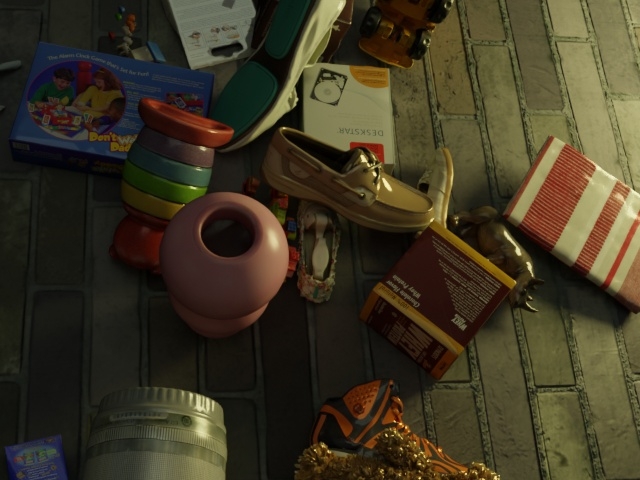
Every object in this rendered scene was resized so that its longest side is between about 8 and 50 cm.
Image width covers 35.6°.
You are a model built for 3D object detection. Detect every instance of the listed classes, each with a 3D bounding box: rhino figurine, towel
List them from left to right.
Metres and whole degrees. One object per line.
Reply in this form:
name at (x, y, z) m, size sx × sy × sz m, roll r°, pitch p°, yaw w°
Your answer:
rhino figurine at (0.348, 0.035, 1.915) m, size 0.106 × 0.073 × 0.243 m, roll -26°, pitch 72°, yaw -18°
towel at (0.538, -0.035, 1.978) m, size 0.329 × 0.037 × 0.237 m, roll 35°, pitch 62°, yaw -2°

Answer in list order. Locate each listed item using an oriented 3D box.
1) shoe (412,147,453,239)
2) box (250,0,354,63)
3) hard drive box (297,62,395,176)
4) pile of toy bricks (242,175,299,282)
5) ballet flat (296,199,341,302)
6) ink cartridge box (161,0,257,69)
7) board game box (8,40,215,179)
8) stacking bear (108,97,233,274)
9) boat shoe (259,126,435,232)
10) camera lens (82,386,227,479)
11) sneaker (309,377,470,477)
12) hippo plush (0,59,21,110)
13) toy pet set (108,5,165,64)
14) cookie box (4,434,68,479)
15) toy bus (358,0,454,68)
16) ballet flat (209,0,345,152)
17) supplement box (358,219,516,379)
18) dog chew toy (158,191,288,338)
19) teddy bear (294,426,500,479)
shoe at (0.218, -0.090, 1.953) m, size 0.058 × 0.076 × 0.219 m, roll 12°, pitch 63°, yaw -9°
box at (-0.032, -0.497, 2.053) m, size 0.167 × 0.168 × 0.203 m, roll 15°, pitch 60°, yaw -15°
hard drive box at (0.049, -0.232, 1.990) m, size 0.181 × 0.089 × 0.232 m, roll 2°, pitch 63°, yaw -8°
pile of toy bricks at (-0.088, -0.039, 1.839) m, size 0.118 × 0.105 × 0.212 m, roll 14°, pitch 61°, yaw -24°
ballet flat at (0.000, 0.000, 1.867) m, size 0.091 × 0.077 × 0.241 m, roll 2°, pitch 62°, yaw -8°
ink cartridge box at (-0.227, -0.473, 2.099) m, size 0.181 × 0.056 × 0.224 m, roll -17°, pitch 86°, yaw -18°
board game box at (-0.393, -0.239, 1.919) m, size 0.347 × 0.078 × 0.233 m, roll 10°, pitch 62°, yaw -5°
stacking bear at (-0.285, -0.086, 1.777) m, size 0.175 × 0.164 × 0.289 m, roll 19°, pitch 101°, yaw -7°
boat shoe at (0.062, -0.111, 1.840) m, size 0.341 × 0.110 × 0.121 m, roll 17°, pitch 34°, yaw -8°
camera lens at (-0.258, 0.388, 1.537) m, size 0.219 × 0.219 × 0.274 m, roll 6°, pitch 62°, yaw -7°
sneaker at (0.148, 0.333, 1.694) m, size 0.321 × 0.124 × 0.180 m, roll 15°, pitch 62°, yaw -2°
hippo plush at (-0.735, -0.334, 1.816) m, size 0.294 × 0.236 × 0.234 m, roll 12°, pitch 61°, yaw -4°
toy pet set at (-0.360, -0.401, 1.991) m, size 0.065 × 0.122 × 0.114 m, roll -26°, pitch 86°, yaw -27°
cookie box at (-0.455, 0.379, 1.608) m, size 0.092 × 0.040 × 0.107 m, roll -10°, pitch 65°, yaw -15°
toy bus at (0.178, -0.507, 2.120) m, size 0.149 × 0.220 × 0.211 m, roll 21°, pitch 30°, yaw -12°
ballet flat at (-0.072, -0.329, 1.922) m, size 0.139 × 0.400 × 0.139 m, roll 28°, pitch 18°, yaw -10°
supplement box at (0.211, 0.109, 1.819) m, size 0.191 × 0.129 × 0.194 m, roll 38°, pitch 62°, yaw 10°
dog chew toy at (-0.165, 0.062, 1.659) m, size 0.206 × 0.332 × 0.206 m, roll 4°, pitch 62°, yaw -7°
teddy bear at (0.113, 0.407, 1.530) m, size 0.338 × 0.113 × 0.245 m, roll 20°, pitch 58°, yaw 17°
